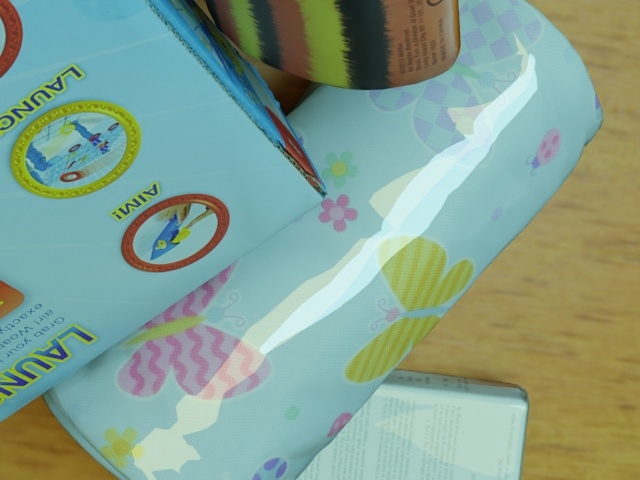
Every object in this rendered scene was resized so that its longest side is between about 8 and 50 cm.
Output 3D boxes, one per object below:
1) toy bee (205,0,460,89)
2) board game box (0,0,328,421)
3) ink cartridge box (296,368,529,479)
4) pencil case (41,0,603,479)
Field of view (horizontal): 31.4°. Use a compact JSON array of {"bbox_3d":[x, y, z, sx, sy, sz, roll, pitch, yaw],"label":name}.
[{"bbox_3d":[-0.023,-0.174,0.454,0.162,0.298,0.195,-3,123,10],"label":"toy bee"},{"bbox_3d":[-0.196,-0.024,0.356,0.308,0.086,0.302,-34,146,6],"label":"board game box"},{"bbox_3d":[0.008,0.136,0.576,0.179,0.045,0.145,7,96,7],"label":"ink cartridge box"},{"bbox_3d":[0.000,0.000,0.504,0.273,0.124,0.113,-49,145,-5],"label":"pencil case"}]
